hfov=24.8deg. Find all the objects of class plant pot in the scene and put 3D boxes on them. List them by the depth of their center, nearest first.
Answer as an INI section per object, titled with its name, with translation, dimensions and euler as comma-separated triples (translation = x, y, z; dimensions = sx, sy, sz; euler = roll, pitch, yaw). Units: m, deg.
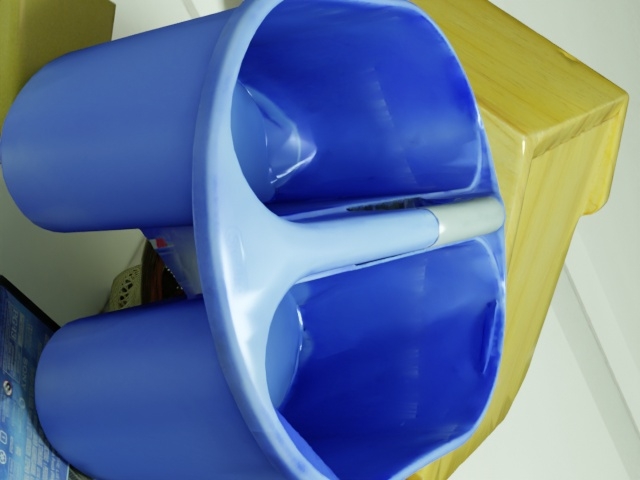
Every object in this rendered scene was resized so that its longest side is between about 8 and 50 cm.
[plant pot]
translation = -0.157, -0.083, 0.725
dimensions = 0.081, 0.081, 0.083
euler = 15, 73, -62

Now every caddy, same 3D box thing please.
[caddy]
translation = 0.000, 0.000, 0.732
dimensions = 0.341, 0.179, 0.241
euler = -12, 94, -64

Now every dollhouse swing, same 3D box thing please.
[dollhouse swing]
translation = 0.068, -0.026, 1.183
dimensions = 0.315, 0.305, 0.347
euler = 36, 23, 13

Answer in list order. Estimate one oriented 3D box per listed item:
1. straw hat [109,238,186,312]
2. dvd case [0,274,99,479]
[straw hat]
translation = -0.086, 0.039, 0.820
dimensions = 0.144, 0.061, 0.144
euler = 28, 58, -59
[dvd case]
translation = -0.100, 0.153, 0.711
dimensions = 0.253, 0.022, 0.180
euler = 52, 26, -48
